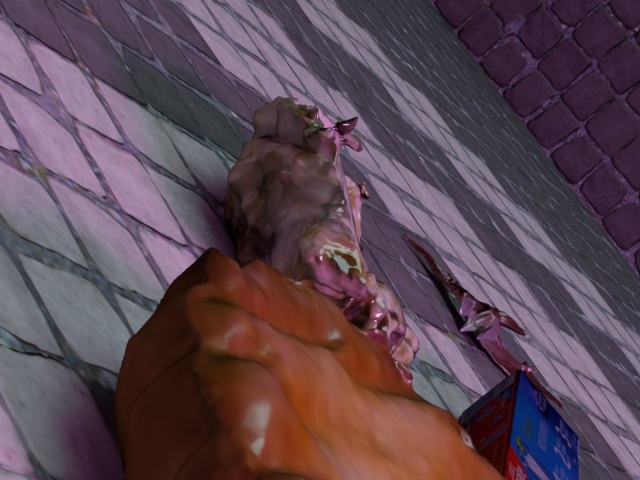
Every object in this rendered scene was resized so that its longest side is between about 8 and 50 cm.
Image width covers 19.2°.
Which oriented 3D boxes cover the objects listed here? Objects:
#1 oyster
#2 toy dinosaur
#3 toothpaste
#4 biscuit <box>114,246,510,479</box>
[{"bbox_3d":[-0.004,-0.002,1.281,0.354,0.107,0.201,48,23,-87],"label":"oyster"},{"bbox_3d":[0.148,0.071,1.724,0.220,0.032,0.108,51,15,14],"label":"toy dinosaur"},{"bbox_3d":[0.131,0.168,1.293,0.076,0.066,0.320,50,13,-1],"label":"toothpaste"},{"bbox_3d":[0.025,0.154,0.861,0.326,0.107,0.326,44,15,-15],"label":"biscuit"}]
